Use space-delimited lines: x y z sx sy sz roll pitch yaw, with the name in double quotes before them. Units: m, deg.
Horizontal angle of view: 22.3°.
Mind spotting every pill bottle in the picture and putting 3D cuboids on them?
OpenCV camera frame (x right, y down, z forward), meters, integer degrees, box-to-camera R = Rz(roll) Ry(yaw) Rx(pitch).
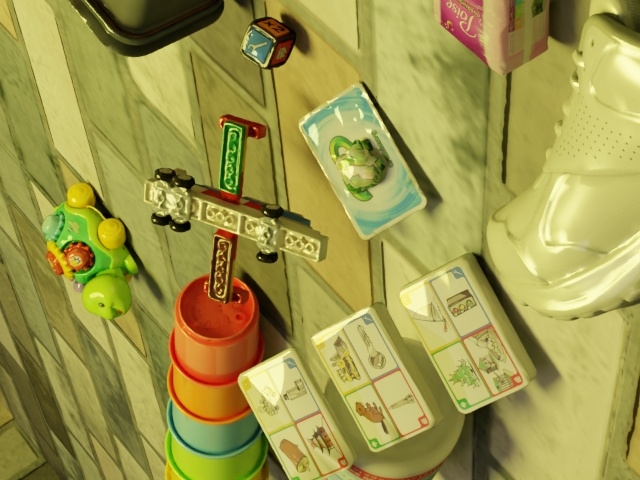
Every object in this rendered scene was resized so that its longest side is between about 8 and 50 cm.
"pill bottle" 0.036 0.126 1.027 0.087 0.087 0.160 51 161 15

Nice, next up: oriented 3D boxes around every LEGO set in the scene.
"LEGO set" 0.000 0.000 0.923 0.182 0.060 0.244 -31 88 36

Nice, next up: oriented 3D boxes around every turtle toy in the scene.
"turtle toy" -0.210 0.016 1.482 0.130 0.066 0.095 48 159 24

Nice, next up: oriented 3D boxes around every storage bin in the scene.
"storage bin" -0.114 -0.184 0.901 0.135 0.098 0.091 52 150 14

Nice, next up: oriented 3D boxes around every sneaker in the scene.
"sneaker" 0.123 -0.044 0.571 0.115 0.090 0.232 63 152 0

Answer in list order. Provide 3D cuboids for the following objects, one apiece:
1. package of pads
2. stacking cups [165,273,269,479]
"package of pads" 0.068 -0.112 0.652 0.050 0.032 0.083 47 159 33
"stacking cups" -0.092 0.132 1.334 0.096 0.096 0.316 48 160 24
